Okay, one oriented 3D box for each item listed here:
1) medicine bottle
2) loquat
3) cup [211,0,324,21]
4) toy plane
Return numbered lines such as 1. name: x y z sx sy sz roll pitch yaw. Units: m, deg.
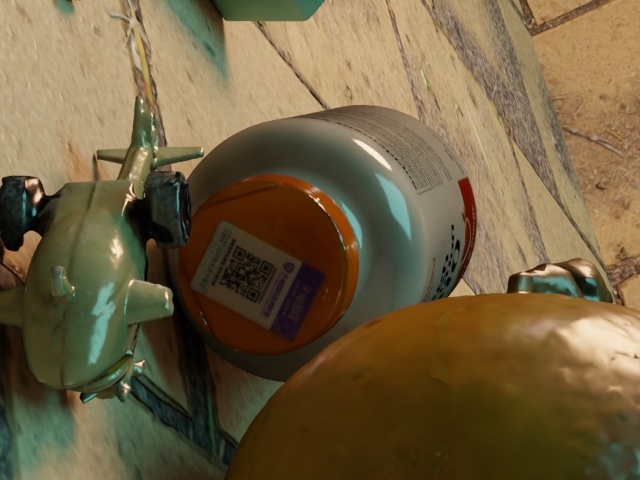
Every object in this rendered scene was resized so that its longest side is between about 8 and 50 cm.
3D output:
1. medicine bottle: 0.000 0.000 1.198 0.157 0.157 0.289 67 15 -1
2. loquat: 0.108 0.157 1.021 0.328 0.328 0.359 54 36 -42
3. cup: -0.071 -0.272 1.408 0.235 0.148 0.134 46 53 -53
4. toy plane: -0.104 -0.002 0.986 0.286 0.092 0.108 -86 171 -59
